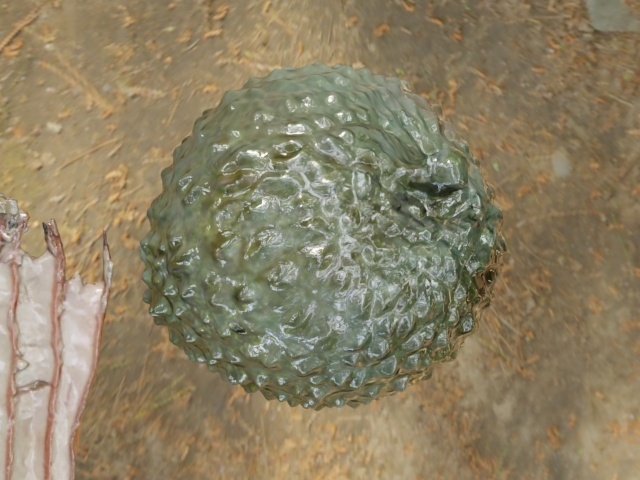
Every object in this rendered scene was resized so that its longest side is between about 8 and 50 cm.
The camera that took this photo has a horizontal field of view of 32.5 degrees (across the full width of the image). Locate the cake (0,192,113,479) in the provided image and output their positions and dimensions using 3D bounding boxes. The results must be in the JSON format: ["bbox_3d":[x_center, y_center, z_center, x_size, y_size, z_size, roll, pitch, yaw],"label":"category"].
[{"bbox_3d":[-0.181,0.102,0.613,0.098,0.135,0.287,9,111,-13],"label":"cake"}]

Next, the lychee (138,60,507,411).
[{"bbox_3d":[0.000,0.000,0.812,0.255,0.255,0.274,44,134,-10],"label":"lychee"}]
